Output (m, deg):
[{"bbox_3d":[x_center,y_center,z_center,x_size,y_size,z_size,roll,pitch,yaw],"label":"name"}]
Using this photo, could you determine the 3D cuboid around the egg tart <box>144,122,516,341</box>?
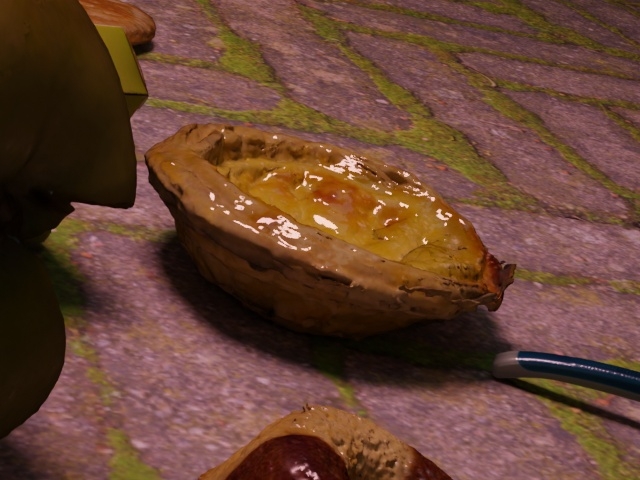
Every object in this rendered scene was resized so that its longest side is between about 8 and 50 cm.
[{"bbox_3d":[0.000,0.000,1.073,0.279,0.095,0.279,19,19,-7],"label":"egg tart"}]

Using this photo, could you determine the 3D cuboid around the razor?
[{"bbox_3d":[0.211,0.106,1.014,0.191,0.037,0.068,19,21,10],"label":"razor"}]

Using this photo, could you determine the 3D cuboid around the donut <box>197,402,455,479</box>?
[{"bbox_3d":[0.021,0.145,0.666,0.166,0.073,0.184,35,14,-2],"label":"donut"}]

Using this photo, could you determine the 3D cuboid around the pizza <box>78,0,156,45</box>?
[{"bbox_3d":[-0.306,-0.248,1.586,0.262,0.034,0.181,14,19,-5],"label":"pizza"}]

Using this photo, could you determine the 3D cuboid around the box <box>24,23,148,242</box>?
[{"bbox_3d":[-0.261,-0.066,0.921,0.260,0.175,0.062,0,57,-38],"label":"box"}]

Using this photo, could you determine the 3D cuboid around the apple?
[{"bbox_3d":[-0.226,-0.029,0.672,0.254,0.292,0.292,9,15,29],"label":"apple"}]
